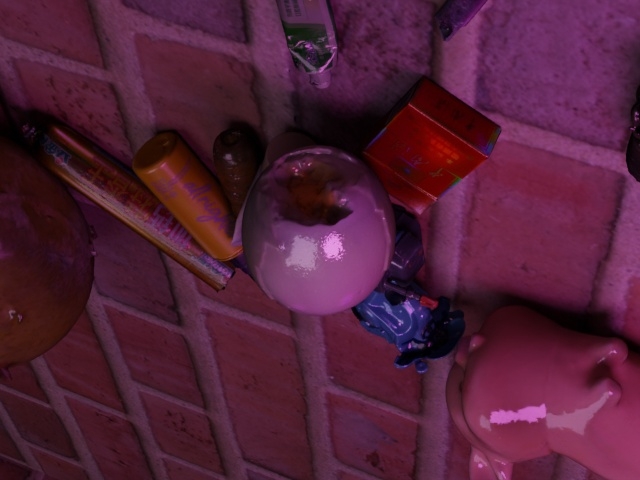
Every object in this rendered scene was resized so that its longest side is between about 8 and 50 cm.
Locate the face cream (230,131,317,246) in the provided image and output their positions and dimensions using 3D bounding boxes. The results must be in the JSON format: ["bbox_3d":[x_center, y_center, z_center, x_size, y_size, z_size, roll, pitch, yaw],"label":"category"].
[{"bbox_3d":[-0.053,-0.054,1.635,0.114,0.070,0.224,-7,155,-14],"label":"face cream"}]

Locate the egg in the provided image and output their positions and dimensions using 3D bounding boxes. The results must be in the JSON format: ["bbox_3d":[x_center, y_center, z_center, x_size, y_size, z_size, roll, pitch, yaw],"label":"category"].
[{"bbox_3d":[0.000,0.000,1.475,0.183,0.183,0.217,15,148,21],"label":"egg"}]

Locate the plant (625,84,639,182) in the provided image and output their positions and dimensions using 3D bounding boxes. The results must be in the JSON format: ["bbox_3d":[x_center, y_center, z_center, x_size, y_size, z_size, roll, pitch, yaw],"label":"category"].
[{"bbox_3d":[0.343,-0.108,1.209,0.094,0.092,0.143,26,158,16],"label":"plant"}]

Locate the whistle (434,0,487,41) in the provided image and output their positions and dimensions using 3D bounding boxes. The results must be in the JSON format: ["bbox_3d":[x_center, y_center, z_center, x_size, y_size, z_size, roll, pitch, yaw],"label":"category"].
[{"bbox_3d":[0.154,-0.247,1.202,0.033,0.033,0.176,32,150,-7],"label":"whistle"}]

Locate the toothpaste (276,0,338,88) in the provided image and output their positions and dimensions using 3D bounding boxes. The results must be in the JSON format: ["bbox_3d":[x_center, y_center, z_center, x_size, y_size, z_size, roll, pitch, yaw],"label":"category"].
[{"bbox_3d":[-0.020,-0.256,1.325,0.078,0.047,0.248,10,144,21],"label":"toothpaste"}]

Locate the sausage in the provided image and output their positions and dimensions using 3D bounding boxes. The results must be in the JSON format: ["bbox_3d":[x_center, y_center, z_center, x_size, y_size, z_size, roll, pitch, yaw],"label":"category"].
[{"bbox_3d":[-0.275,-0.061,1.817,0.371,0.082,0.082,36,150,-13],"label":"sausage"}]

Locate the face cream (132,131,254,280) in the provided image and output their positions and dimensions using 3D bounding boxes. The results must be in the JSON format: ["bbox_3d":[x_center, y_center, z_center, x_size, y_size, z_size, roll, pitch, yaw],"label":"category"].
[{"bbox_3d":[-0.152,-0.033,1.749,0.078,0.078,0.273,-1,139,41],"label":"face cream"}]

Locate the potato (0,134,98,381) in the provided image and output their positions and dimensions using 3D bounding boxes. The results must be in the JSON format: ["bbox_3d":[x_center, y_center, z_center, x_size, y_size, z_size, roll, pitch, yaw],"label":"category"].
[{"bbox_3d":[-0.514,0.023,1.821,0.319,0.386,0.442,5,161,31],"label":"potato"}]

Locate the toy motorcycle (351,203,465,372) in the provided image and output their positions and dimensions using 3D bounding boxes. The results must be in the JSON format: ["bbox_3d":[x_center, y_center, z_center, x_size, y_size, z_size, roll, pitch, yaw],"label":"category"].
[{"bbox_3d":[0.102,0.071,1.663,0.182,0.124,0.272,26,153,25],"label":"toy motorcycle"}]

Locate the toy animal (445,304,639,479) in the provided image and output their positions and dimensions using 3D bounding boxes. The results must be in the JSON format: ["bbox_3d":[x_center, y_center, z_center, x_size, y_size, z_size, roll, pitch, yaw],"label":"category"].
[{"bbox_3d":[0.321,0.209,1.624,0.326,0.237,0.269,30,140,-9],"label":"toy animal"}]

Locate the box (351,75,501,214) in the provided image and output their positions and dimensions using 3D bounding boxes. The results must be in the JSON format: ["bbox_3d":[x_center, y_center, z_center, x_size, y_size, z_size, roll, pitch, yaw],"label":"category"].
[{"bbox_3d":[0.115,-0.105,1.442,0.112,0.048,0.175,32,151,-8],"label":"box"}]

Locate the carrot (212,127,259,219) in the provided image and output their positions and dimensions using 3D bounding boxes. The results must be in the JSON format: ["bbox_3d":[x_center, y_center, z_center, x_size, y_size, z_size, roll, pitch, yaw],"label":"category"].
[{"bbox_3d":[-0.104,-0.079,1.657,0.060,0.060,0.186,18,151,17],"label":"carrot"}]
